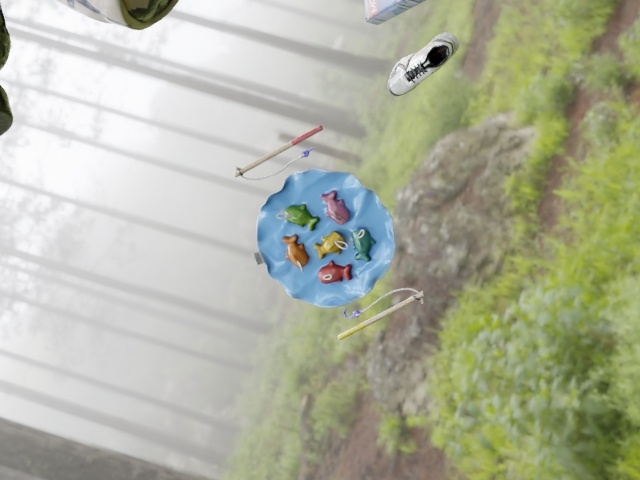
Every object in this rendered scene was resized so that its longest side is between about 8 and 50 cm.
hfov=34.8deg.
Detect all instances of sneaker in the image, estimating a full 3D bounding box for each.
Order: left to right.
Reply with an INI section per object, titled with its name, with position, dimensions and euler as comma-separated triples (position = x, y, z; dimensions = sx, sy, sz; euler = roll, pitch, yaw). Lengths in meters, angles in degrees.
[sneaker]
position = 0.125, -0.220, 1.285
dimensions = 0.109, 0.040, 0.044
euler = -40, 10, 26

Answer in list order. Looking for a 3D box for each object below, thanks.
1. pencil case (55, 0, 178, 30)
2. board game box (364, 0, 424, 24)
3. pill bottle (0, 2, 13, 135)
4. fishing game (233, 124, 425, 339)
[pencil case]
position = -0.318, -0.370, 1.110
dimensions = 0.183, 0.410, 0.160
euler = -53, -16, -43
[board game box]
position = 0.106, -0.377, 1.307
dimensions = 0.194, 0.060, 0.194
euler = -18, 68, 49
[pill bottle]
position = -0.305, -0.180, 0.765
dimensions = 0.123, 0.122, 0.219
euler = 77, 175, -81
[fishing game]
position = 0.000, 0.000, 1.286
dimensions = 0.264, 0.189, 0.041
euler = 61, -157, -8
